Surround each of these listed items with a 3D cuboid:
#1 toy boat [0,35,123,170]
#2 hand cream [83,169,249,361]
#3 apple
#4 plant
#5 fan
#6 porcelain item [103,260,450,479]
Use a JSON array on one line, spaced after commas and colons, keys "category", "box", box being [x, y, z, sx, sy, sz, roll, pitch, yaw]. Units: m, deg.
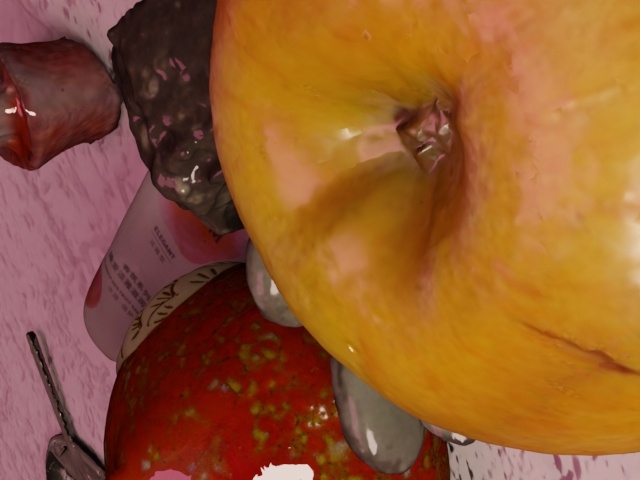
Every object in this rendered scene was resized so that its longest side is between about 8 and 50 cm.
[{"category": "toy boat", "box": [-0.300, -0.070, 1.158, 0.206, 0.282, 0.096, 5, 115, 57]}, {"category": "hand cream", "box": [-0.092, -0.001, 1.096, 0.124, 0.077, 0.341, 58, 146, 15]}, {"category": "apple", "box": [0.096, -0.058, 0.556, 0.286, 0.233, 0.286, 33, 134, 42]}, {"category": "plant", "box": [0.010, -0.017, 0.823, 0.146, 0.149, 0.274, -40, 77, 25]}, {"category": "fan", "box": [-0.207, 0.251, 1.530, 0.223, 0.012, 0.294, 41, 144, 36]}, {"category": "porcelain item", "box": [-0.053, 0.139, 0.965, 0.253, 0.253, 0.253, 39, 142, 39]}]
